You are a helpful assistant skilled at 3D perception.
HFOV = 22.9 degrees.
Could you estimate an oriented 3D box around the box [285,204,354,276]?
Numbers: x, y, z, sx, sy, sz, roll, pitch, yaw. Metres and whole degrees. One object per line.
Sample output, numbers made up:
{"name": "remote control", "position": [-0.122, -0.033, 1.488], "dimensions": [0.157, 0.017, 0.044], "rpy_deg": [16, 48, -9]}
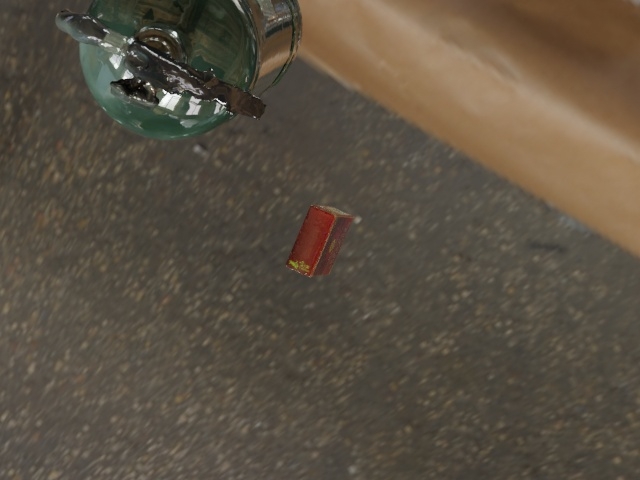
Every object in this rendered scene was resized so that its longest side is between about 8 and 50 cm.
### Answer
{"name": "box", "position": [0.000, 0.000, 1.213], "dimensions": [0.023, 0.082, 0.051], "rpy_deg": [23, 94, 9]}

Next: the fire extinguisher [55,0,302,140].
{"name": "fire extinguisher", "position": [-0.070, -0.101, 0.821], "dimensions": [0.118, 0.294, 0.093], "rpy_deg": [22, 102, 1]}
